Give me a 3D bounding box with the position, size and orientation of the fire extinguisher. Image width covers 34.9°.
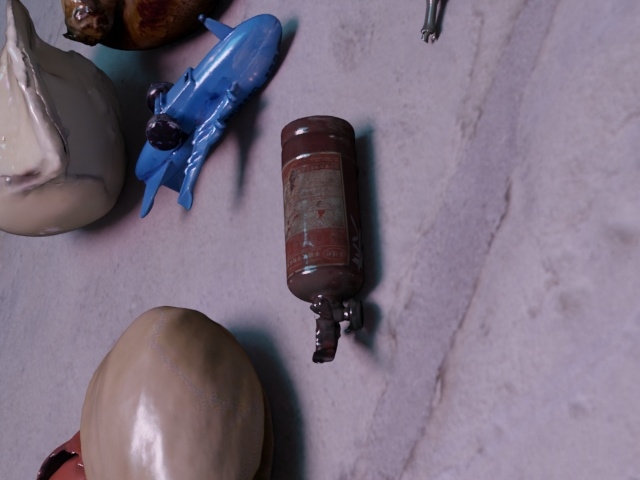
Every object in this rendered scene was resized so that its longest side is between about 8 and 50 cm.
[{"bbox_3d":[-0.006,0.003,0.941,0.075,0.106,0.252,-14,64,26],"label":"fire extinguisher"}]

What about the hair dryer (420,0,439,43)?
[{"bbox_3d":[0.118,-0.282,0.951,0.100,0.057,0.197,9,92,52],"label":"hair dryer"}]

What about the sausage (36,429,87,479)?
[{"bbox_3d":[-0.218,0.330,1.044,0.152,0.152,0.279,-41,50,34],"label":"sausage"}]

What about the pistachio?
[{"bbox_3d":[-0.144,0.194,0.978,0.197,0.166,0.288,-11,59,8],"label":"pistachio"}]

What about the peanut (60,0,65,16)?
[{"bbox_3d":[-0.322,-0.411,1.490,0.086,0.104,0.228,8,79,8],"label":"peanut"}]

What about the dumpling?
[{"bbox_3d":[-0.373,-0.162,1.300,0.395,0.233,0.315,170,83,-80],"label":"dumpling"}]

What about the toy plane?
[{"bbox_3d":[-0.139,-0.156,1.173,0.271,0.105,0.254,-55,27,27],"label":"toy plane"}]

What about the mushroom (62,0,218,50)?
[{"bbox_3d":[-0.224,-0.357,1.303,0.297,0.163,0.278,12,77,51],"label":"mushroom"}]
